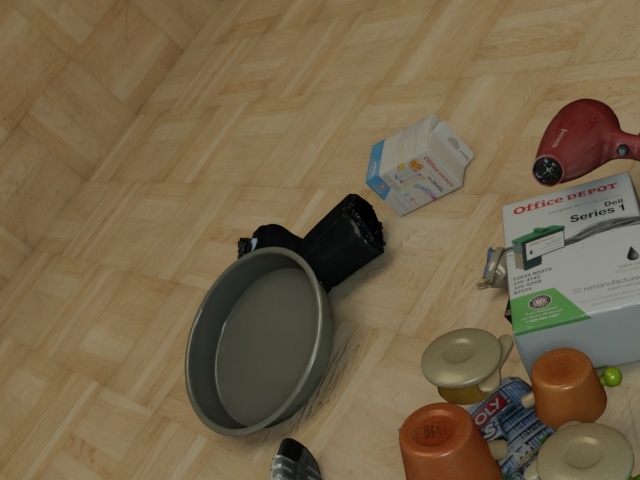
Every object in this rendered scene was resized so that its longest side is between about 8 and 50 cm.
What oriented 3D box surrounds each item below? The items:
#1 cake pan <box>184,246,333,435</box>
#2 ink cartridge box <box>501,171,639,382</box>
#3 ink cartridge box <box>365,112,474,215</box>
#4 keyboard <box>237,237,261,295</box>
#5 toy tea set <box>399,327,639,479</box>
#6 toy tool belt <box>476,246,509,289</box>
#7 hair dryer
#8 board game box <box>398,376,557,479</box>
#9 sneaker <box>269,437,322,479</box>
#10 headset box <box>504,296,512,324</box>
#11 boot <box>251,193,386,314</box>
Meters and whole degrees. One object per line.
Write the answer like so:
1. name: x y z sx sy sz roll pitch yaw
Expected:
1. cake pan: -0.090 0.155 1.568 0.293 0.054 0.293 -22 56 37
2. ink cartridge box: 0.295 0.037 1.168 0.160 0.092 0.219 -16 38 17
3. ink cartridge box: 0.157 -0.121 1.618 0.143 0.092 0.090 -27 34 36
4. keyboard: -0.121 0.086 1.708 0.108 0.023 0.180 -178 89 -67
5. toy tea set: 0.230 0.202 1.009 0.336 0.124 0.200 5 42 35
6. toy tool belt: 0.233 0.029 1.356 0.051 0.052 0.083 -13 42 36
7. hair dryer: 0.361 -0.118 1.178 0.293 0.080 0.223 -15 19 -17
8. board game box: 0.172 0.238 1.157 0.194 0.060 0.194 -46 28 3
9. sneaker: -0.067 0.364 1.316 0.132 0.086 0.229 -38 29 23
10. headset box: 0.265 0.070 1.275 0.062 0.032 0.083 -18 38 44
11. boot: 0.000 0.000 1.680 0.207 0.094 0.246 -44 34 16
